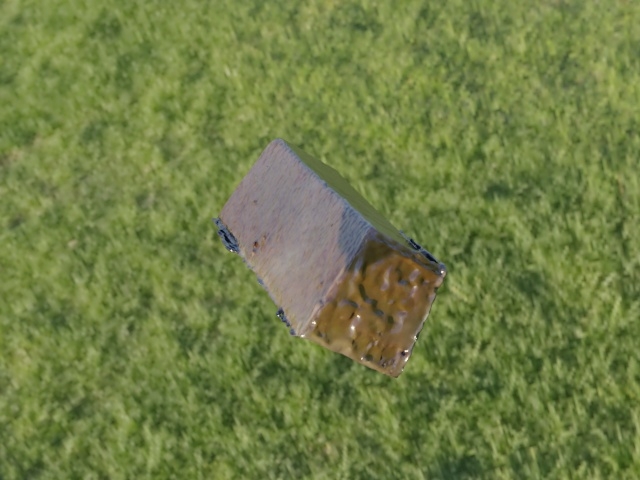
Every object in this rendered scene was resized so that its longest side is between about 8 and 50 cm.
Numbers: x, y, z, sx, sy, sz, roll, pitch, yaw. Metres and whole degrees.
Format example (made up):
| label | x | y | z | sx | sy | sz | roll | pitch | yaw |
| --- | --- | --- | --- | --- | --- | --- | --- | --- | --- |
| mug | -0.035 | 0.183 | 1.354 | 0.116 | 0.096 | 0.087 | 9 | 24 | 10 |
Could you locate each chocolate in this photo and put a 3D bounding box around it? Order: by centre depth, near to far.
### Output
| label | x | y | z | sx | sy | sz | roll | pitch | yaw |
| --- | --- | --- | --- | --- | --- | --- | --- | --- | --- |
| chocolate | 0.000 | 0.000 | 1.001 | 0.112 | 0.112 | 0.321 | -61 | 24 | 8 |
